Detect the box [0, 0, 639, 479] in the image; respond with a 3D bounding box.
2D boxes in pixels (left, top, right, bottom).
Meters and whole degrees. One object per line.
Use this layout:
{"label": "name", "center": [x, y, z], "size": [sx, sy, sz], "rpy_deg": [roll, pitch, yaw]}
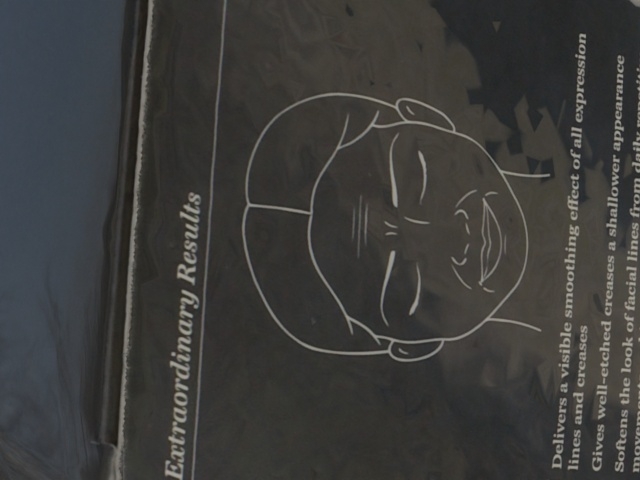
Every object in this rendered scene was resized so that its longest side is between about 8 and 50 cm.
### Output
{"label": "box", "center": [0.000, 0.000, 0.963], "size": [0.395, 0.293, 0.212], "rpy_deg": [9, -7, -42]}
